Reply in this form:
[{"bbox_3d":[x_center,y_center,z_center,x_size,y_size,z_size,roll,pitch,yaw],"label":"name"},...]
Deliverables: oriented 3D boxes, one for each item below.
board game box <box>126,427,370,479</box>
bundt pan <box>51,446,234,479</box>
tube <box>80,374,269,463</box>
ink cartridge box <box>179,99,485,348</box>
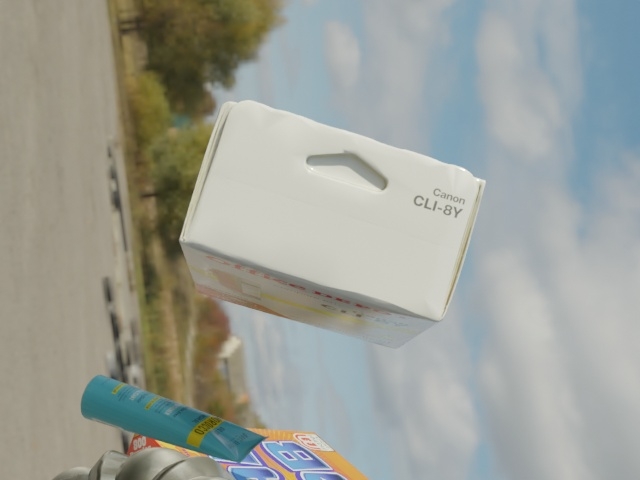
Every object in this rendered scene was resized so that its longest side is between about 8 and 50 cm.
[{"bbox_3d":[-0.097,0.514,1.731,0.356,0.356,0.356,32,-74,47],"label":"board game box"},{"bbox_3d":[-0.187,0.318,1.081,0.330,0.331,0.124,-108,177,-56],"label":"bundt pan"},{"bbox_3d":[-0.166,0.204,1.314,0.080,0.207,0.052,-37,138,-63],"label":"tube"},{"bbox_3d":[0.000,0.000,1.329,0.384,0.279,0.160,109,-2,-80],"label":"ink cartridge box"}]
